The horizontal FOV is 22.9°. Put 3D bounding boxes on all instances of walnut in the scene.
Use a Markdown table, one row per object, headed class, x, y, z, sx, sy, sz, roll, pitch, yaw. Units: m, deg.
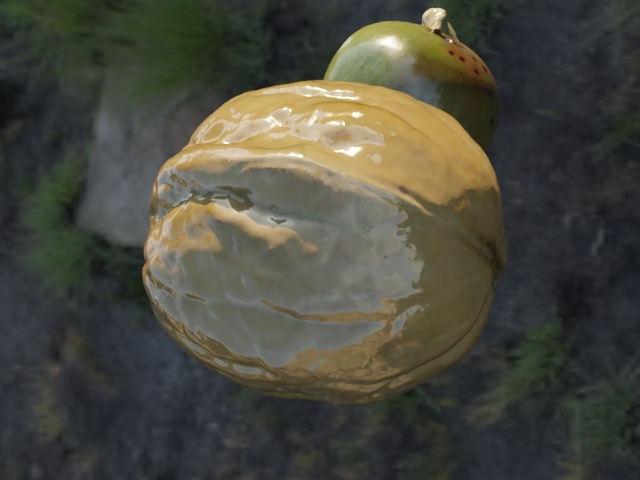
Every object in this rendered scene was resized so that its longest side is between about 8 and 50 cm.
| class | x | y | z | sx | sy | sz | roll | pitch | yaw |
| --- | --- | --- | --- | --- | --- | --- | --- | --- | --- |
| walnut | 0.000 | 0.000 | 1.073 | 0.261 | 0.225 | 0.225 | 9 | 94 | 29 |

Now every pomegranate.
| class | x | y | z | sx | sy | sz | roll | pitch | yaw |
| --- | --- | --- | --- | --- | --- | --- | --- | --- | --- |
| pomegranate | 0.069 | -0.119 | 1.549 | 0.210 | 0.179 | 0.179 | -41 | 46 | -1 |

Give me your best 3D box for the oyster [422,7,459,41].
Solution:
| class | x | y | z | sx | sy | sz | roll | pitch | yaw |
| --- | --- | --- | --- | --- | --- | --- | --- | --- | --- |
| oyster | 0.061 | -0.120 | 1.883 | 0.351 | 0.238 | 0.115 | -57 | 45 | 20 |
